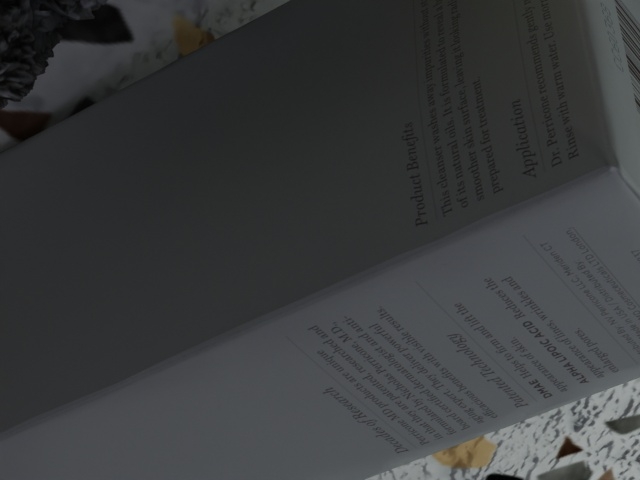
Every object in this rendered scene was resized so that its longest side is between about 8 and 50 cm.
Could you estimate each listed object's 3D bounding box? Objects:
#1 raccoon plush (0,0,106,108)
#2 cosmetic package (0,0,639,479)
[{"bbox_3d":[-0.102,-0.161,0.578,0.216,0.446,0.299,-27,121,-6],"label":"raccoon plush"},{"bbox_3d":[0.000,0.000,0.836,0.385,0.217,0.156,-24,136,26],"label":"cosmetic package"}]
